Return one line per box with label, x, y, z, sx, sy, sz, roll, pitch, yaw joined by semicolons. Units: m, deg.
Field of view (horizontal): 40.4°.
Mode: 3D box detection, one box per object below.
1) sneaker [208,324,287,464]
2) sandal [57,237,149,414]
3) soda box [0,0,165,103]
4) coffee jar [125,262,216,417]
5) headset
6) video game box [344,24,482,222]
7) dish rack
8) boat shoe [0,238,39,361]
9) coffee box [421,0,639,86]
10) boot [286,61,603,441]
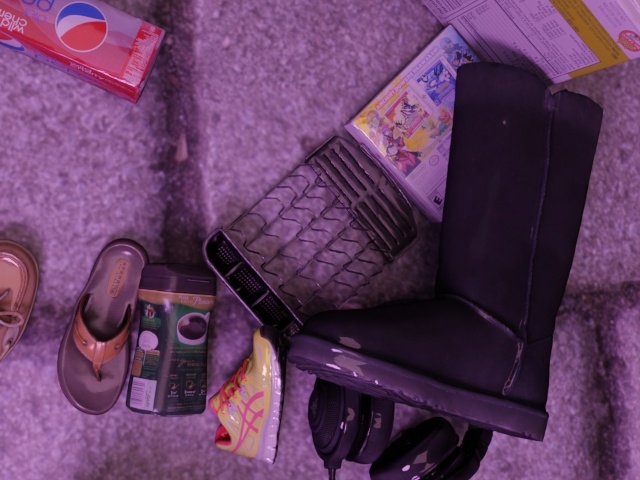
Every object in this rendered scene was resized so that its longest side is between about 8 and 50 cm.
sneaker;-0.091;0.193;1.069;0.094;0.081;0.209;7;120;-2
sandal;-0.261;0.104;1.065;0.090;0.060;0.219;20;83;-14
soda box;-0.325;-0.260;1.043;0.263;0.092;0.084;23;81;-13
coffee jar;-0.182;0.120;1.070;0.096;0.079;0.185;10;85;-48
headset;0.072;0.265;1.138;0.243;0.185;0.394;37;64;-7
video game box;0.165;-0.160;1.202;0.205;0.048;0.187;-45;102;-13
dish rack;0.000;0.000;1.137;0.271;0.074;0.208;-42;100;-13
boat shoe;-0.418;0.130;1.005;0.104;0.089;0.285;29;81;-13
coffee box;0.312;-0.437;1.104;0.338;0.334;0.338;46;76;-12
boot;0.166;-0.018;1.055;0.367;0.146;0.445;22;76;-32
